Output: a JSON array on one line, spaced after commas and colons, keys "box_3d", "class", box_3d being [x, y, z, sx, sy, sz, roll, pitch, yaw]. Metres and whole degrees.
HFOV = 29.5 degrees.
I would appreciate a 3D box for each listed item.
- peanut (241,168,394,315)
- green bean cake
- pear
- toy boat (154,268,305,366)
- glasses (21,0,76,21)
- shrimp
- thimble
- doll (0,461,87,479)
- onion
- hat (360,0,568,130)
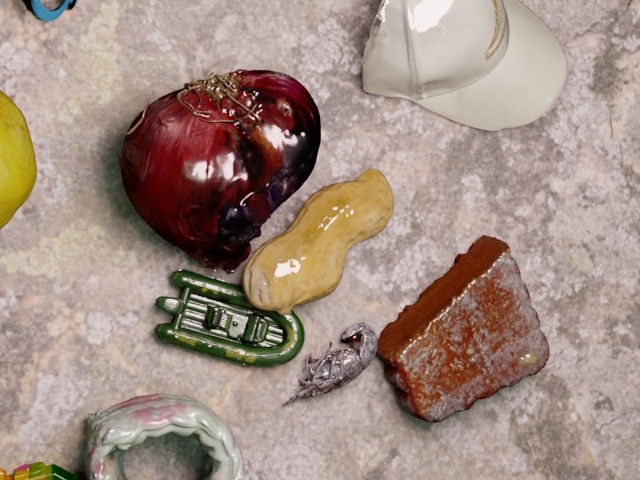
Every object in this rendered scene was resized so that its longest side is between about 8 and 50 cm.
[{"box_3d": [0.000, 0.000, 1.647, 0.263, 0.101, 0.117, -48, 129, -20], "class": "peanut"}, {"box_3d": [0.190, 0.130, 1.702, 0.233, 0.097, 0.198, -28, 98, -13], "class": "green bean cake"}, {"box_3d": [-0.446, -0.104, 1.493, 0.200, 0.200, 0.200, 0, 89, -15], "class": "pear"}, {"box_3d": [-0.122, 0.110, 1.643, 0.210, 0.052, 0.104, 18, 82, -13], "class": "toy boat"}, {"box_3d": [-0.399, -0.404, 1.550, 0.207, 0.102, 0.239, 4, 89, -15], "class": "glasses"}, {"box_3d": [0.010, 0.176, 1.673, 0.165, 0.056, 0.065, -32, 84, -8], "class": "shrimp"}, {"box_3d": [-0.210, 0.289, 1.570, 0.211, 0.149, 0.185, 29, 84, -12], "class": "thimble"}, {"box_3d": [-0.375, 0.347, 1.546, 0.186, 0.106, 0.134, 17, 96, -14], "class": "doll"}, {"box_3d": [-0.121, -0.108, 1.568, 0.281, 0.221, 0.281, -16, 118, -33], "class": "onion"}, {"box_3d": [0.215, -0.281, 1.679, 0.301, 0.168, 0.257, 29, 83, -12], "class": "hat"}]
